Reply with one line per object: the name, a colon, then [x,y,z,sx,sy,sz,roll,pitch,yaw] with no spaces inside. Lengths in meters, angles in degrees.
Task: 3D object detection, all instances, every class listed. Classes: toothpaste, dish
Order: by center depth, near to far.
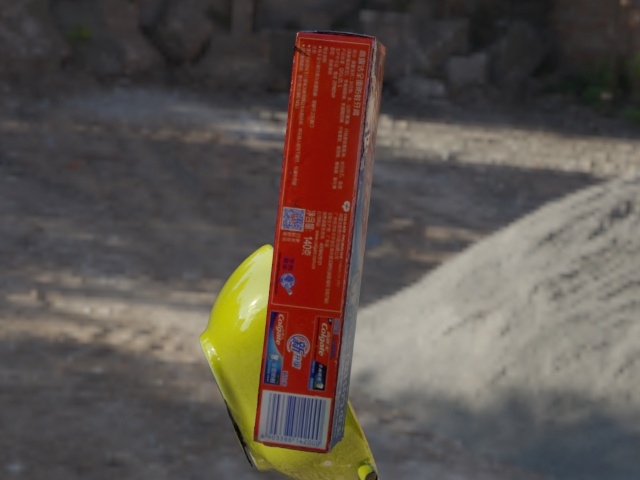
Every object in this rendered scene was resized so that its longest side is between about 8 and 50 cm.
toothpaste: [0.000,0.000,1.230,0.066,0.320,0.076,7,4,8]
dish: [-0.041,0.143,1.530,0.108,0.262,0.221,-24,-1,-4]
